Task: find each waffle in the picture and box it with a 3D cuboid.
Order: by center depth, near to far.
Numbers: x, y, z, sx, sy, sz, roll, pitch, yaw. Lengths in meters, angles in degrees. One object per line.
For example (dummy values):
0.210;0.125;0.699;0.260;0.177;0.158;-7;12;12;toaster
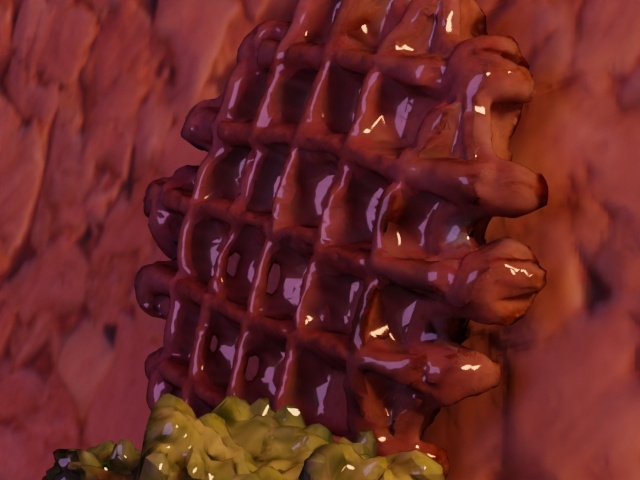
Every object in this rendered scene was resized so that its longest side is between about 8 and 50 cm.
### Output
0.000;0.000;0.695;0.234;0.055;0.221;-41;47;37;waffle

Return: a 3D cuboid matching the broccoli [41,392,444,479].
-0.034;0.190;0.536;0.260;0.235;0.288;100;159;-67;broccoli
